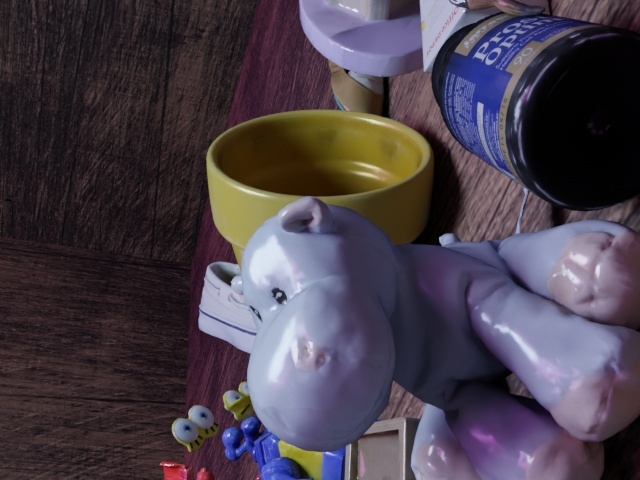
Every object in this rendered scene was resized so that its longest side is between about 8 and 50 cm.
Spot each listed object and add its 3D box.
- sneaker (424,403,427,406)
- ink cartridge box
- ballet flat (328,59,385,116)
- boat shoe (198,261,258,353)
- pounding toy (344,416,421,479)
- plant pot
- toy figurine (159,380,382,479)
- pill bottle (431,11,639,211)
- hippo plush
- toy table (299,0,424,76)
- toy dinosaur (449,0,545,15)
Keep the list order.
[{"bbox_3d":[0.106,0.137,0.750,0.083,0.098,0.223,113,161,-43],"label":"sneaker"},{"bbox_3d":[0.153,-0.219,0.806,0.092,0.090,0.143,124,151,-59],"label":"ink cartridge box"},{"bbox_3d":[0.054,-0.243,1.247,0.073,0.080,0.232,-57,25,24],"label":"ballet flat"},{"bbox_3d":[-0.068,0.075,1.244,0.367,0.136,0.156,9,100,58],"label":"boat shoe"},{"bbox_3d":[0.085,0.228,0.825,0.141,0.100,0.130,-31,51,58],"label":"pounding toy"},{"bbox_3d":[0.000,0.000,1.002,0.254,0.254,0.238,-107,15,-60],"label":"plant pot"},{"bbox_3d":[0.008,0.268,1.013,0.363,0.217,0.191,-16,-75,-58],"label":"toy figurine"},{"bbox_3d":[0.161,-0.108,0.642,0.219,0.123,0.122,-121,42,-68],"label":"pill bottle"},{"bbox_3d":[0.071,0.040,0.590,0.234,0.237,0.294,-42,38,49],"label":"hippo plush"},{"bbox_3d":[0.060,-0.328,0.983,0.274,0.252,0.160,-114,18,-44],"label":"toy table"},{"bbox_3d":[0.213,-0.289,0.577,0.296,0.127,0.200,-41,48,50],"label":"toy dinosaur"}]
